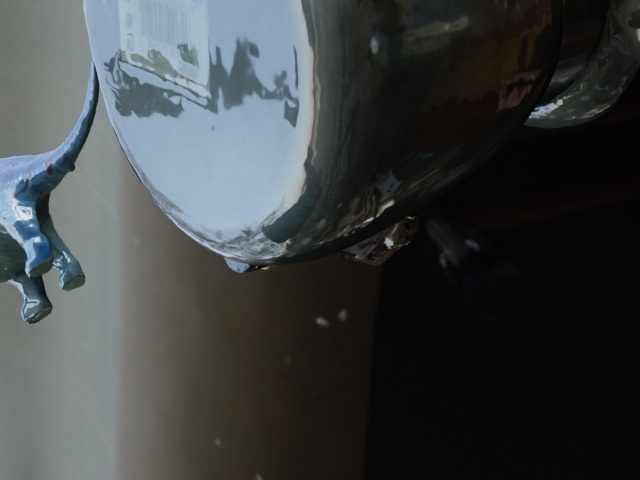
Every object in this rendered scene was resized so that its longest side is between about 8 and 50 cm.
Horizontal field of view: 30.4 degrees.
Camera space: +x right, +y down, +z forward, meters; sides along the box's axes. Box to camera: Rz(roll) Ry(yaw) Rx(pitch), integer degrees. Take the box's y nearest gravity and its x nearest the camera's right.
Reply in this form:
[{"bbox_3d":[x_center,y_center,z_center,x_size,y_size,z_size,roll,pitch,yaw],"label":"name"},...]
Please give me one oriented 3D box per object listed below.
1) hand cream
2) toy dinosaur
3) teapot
[{"bbox_3d":[0.000,0.000,0.860,0.163,0.039,0.062,-3,-39,-44],"label":"hand cream"},{"bbox_3d":[-0.236,0.001,0.890,0.076,0.144,0.329,-10,-14,-47],"label":"toy dinosaur"},{"bbox_3d":[0.028,-0.118,0.635,0.285,0.305,0.223,-18,-89,-33],"label":"teapot"}]
